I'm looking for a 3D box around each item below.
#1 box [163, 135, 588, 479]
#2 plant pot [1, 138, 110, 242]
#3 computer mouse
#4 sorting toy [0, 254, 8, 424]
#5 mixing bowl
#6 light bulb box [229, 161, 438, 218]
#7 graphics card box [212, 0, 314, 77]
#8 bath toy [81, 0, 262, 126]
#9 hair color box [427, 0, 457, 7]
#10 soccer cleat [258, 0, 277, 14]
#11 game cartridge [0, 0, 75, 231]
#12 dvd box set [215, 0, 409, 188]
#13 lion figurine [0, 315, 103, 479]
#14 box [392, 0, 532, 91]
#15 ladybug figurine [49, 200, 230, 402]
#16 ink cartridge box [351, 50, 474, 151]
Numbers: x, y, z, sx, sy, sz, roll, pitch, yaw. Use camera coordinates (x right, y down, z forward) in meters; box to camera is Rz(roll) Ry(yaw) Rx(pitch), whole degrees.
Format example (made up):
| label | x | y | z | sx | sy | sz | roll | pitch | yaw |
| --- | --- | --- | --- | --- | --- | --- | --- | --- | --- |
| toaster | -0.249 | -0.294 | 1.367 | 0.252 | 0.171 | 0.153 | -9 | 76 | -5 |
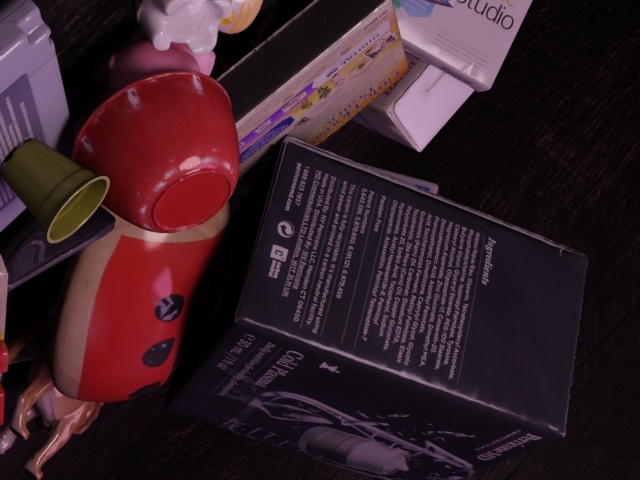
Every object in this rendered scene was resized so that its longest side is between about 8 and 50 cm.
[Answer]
| label | x | y | z | sx | sy | sz | roll | pitch | yaw |
| --- | --- | --- | --- | --- | --- | --- | --- | --- | --- |
| box | 0.063 | 0.143 | 1.568 | 0.480 | 0.471 | 0.298 | 130 | -24 | -61 |
| plant pot | -0.260 | -0.054 | 0.999 | 0.083 | 0.079 | 0.083 | -48 | 172 | -9 |
| computer mouse | -0.348 | 0.011 | 1.175 | 0.188 | 0.072 | 0.272 | -19 | -167 | 43 |
| sorting toy | -0.419 | 0.139 | 0.980 | 0.255 | 0.089 | 0.257 | -16 | 157 | -26 |
| mixing bowl | -0.152 | -0.073 | 1.063 | 0.181 | 0.098 | 0.181 | -24 | 149 | -16 |
| light bulb box | 0.000 | 0.000 | 1.947 | 0.358 | 0.360 | 0.225 | 107 | -2 | -75 |
| graphics card box | 0.014 | -0.371 | 1.406 | 0.371 | 0.094 | 0.233 | -54 | 171 | 37 |
| bath toy | -0.163 | -0.201 | 1.094 | 0.151 | 0.129 | 0.348 | -2 | 137 | -40 |
| hair color box | 0.152 | -0.465 | 1.195 | 0.174 | 0.105 | 0.347 | 8 | 103 | -69 |
| soccer cleat | -0.036 | -0.356 | 1.261 | 0.196 | 0.068 | 0.076 | -44 | 156 | 18 |
| game cartridge | -0.323 | -0.087 | 0.972 | 0.198 | 0.062 | 0.297 | -43 | 171 | -19 |
| dvd box set | -0.024 | -0.197 | 1.394 | 0.307 | 0.062 | 0.420 | -38 | 174 | 6 |
| lion figurine | -0.419 | 0.214 | 1.618 | 0.240 | 0.142 | 0.392 | -54 | 172 | -31 |
| box | 0.223 | -0.423 | 1.585 | 0.322 | 0.232 | 0.058 | -65 | -167 | -4 |
| ladybug figurine | -0.244 | 0.057 | 1.457 | 0.449 | 0.161 | 0.305 | -68 | 173 | 30 |
| ink cartridge box | 0.122 | -0.291 | 1.748 | 0.201 | 0.278 | 0.117 | -49 | 131 | -7 |
